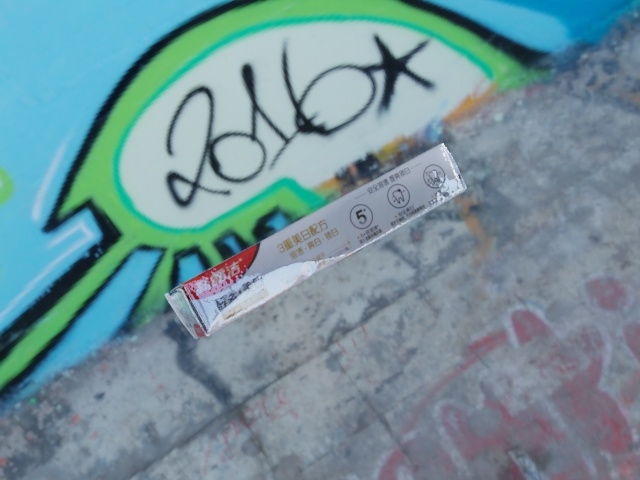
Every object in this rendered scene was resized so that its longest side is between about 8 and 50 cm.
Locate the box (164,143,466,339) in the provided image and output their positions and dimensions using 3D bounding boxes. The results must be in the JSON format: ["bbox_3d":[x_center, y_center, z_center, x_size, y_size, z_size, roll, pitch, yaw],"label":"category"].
[{"bbox_3d":[0.000,0.000,0.678,0.218,0.039,0.055,-29,1,-20],"label":"box"}]
